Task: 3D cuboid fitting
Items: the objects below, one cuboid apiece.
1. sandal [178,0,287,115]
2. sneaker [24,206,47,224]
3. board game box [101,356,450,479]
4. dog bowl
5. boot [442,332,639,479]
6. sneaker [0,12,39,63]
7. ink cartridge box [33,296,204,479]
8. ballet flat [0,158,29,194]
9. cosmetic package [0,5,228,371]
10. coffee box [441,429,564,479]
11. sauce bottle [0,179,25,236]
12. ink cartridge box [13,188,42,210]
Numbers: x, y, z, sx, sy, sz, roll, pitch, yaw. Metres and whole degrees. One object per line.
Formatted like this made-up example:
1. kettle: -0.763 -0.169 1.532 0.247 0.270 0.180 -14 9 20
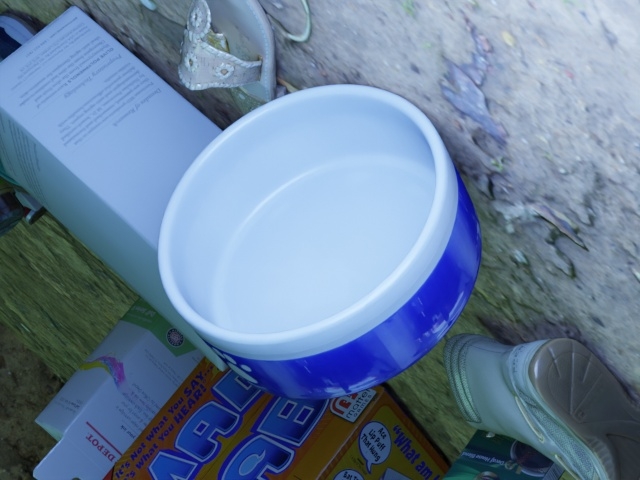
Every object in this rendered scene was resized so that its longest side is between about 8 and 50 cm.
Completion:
1. sandal: -0.091 -0.159 1.444 0.088 0.079 0.240 30 160 27
2. sneaker: -0.452 -0.065 2.432 0.067 0.042 0.118 45 -171 -6
3. board game box: -0.041 0.397 2.254 0.356 0.356 0.356 20 154 49
4. dog bowl: 0.000 0.000 1.343 0.265 0.265 0.104 25 160 39
5. boot: 0.249 0.197 1.603 0.262 0.095 0.203 47 161 -19
6. sneaker: -0.424 -0.193 1.918 0.099 0.153 0.282 49 160 -29
7. ink cartridge box: -0.305 0.280 2.513 0.207 0.353 0.119 50 160 -28
8. ballet flat: -0.431 -0.151 2.145 0.342 0.116 0.124 29 180 31
9. cosmetic package: -0.187 -0.055 1.692 0.365 0.155 0.197 40 158 18
10. coffee box: 0.193 0.304 1.836 0.113 0.184 0.040 26 159 38
11. sauce bottle: -0.561 -0.153 2.275 0.344 0.111 0.111 56 163 3
12. ink cartridge box: -0.491 -0.119 2.397 0.180 0.060 0.104 22 156 43
